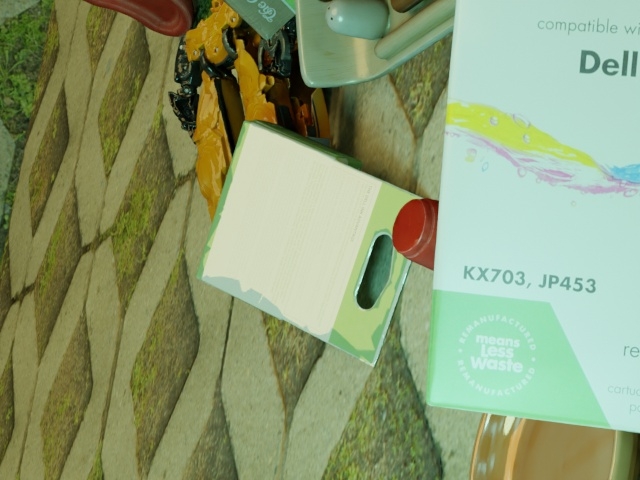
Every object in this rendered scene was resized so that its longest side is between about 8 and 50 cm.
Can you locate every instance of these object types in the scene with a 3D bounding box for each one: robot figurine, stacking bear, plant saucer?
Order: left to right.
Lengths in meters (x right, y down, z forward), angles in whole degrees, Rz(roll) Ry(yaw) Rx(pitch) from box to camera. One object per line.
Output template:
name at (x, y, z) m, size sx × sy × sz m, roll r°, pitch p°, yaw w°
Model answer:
stacking bear at (-0.214, -0.463, 2.448) m, size 0.164 × 0.175 × 0.289 m, roll -21°, pitch 49°, yaw 67°
robot figurine at (-0.070, -0.133, 1.835) m, size 0.211 × 0.085 × 0.291 m, roll -33°, pitch 59°, yaw 41°
plant saucer at (0.168, 0.158, 1.224) m, size 0.200 × 0.037 × 0.200 m, roll -49°, pitch 33°, yaw 47°

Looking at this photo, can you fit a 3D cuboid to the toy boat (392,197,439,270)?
toy boat at (0.191, -0.070, 1.209) m, size 0.318 × 0.148 × 0.267 m, roll -48°, pitch 38°, yaw 36°

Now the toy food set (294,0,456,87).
toy food set at (0.048, -0.263, 1.326) m, size 0.306 × 0.092 × 0.219 m, roll 155°, pitch 113°, yaw -63°

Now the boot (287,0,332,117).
boot at (-0.047, -0.213, 1.991) m, size 0.264 × 0.096 × 0.280 m, roll -9°, pitch 75°, yaw 59°

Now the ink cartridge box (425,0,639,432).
ink cartridge box at (0.180, -0.074, 0.995) m, size 0.119 × 0.207 × 0.353 m, roll -15°, pitch -71°, yaw -73°

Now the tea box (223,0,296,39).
tea box at (-0.041, -0.425, 1.740) m, size 0.323 × 0.220 × 0.329 m, roll -44°, pitch 28°, yaw 8°

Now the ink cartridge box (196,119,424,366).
ink cartridge box at (0.000, 0.000, 1.666) m, size 0.235 × 0.056 × 0.171 m, roll 25°, pitch 102°, yaw 32°
